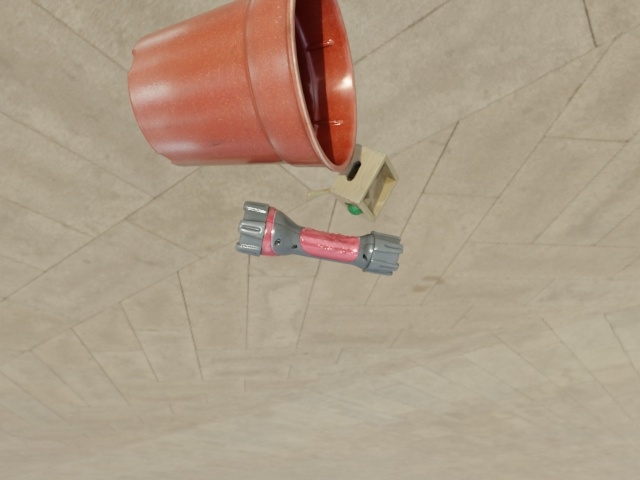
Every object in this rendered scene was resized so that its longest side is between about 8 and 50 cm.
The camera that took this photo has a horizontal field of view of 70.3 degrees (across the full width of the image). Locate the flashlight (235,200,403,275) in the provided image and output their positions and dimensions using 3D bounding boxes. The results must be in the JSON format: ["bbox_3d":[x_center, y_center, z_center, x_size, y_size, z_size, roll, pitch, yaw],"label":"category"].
[{"bbox_3d":[0.000,0.000,0.848,0.303,0.103,0.103,10,117,-6],"label":"flashlight"}]

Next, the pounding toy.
[{"bbox_3d":[0.069,-0.109,0.911,0.100,0.141,0.130,27,174,29],"label":"pounding toy"}]

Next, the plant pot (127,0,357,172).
[{"bbox_3d":[-0.108,-0.224,0.666,0.264,0.273,0.272,-3,148,19],"label":"plant pot"}]
